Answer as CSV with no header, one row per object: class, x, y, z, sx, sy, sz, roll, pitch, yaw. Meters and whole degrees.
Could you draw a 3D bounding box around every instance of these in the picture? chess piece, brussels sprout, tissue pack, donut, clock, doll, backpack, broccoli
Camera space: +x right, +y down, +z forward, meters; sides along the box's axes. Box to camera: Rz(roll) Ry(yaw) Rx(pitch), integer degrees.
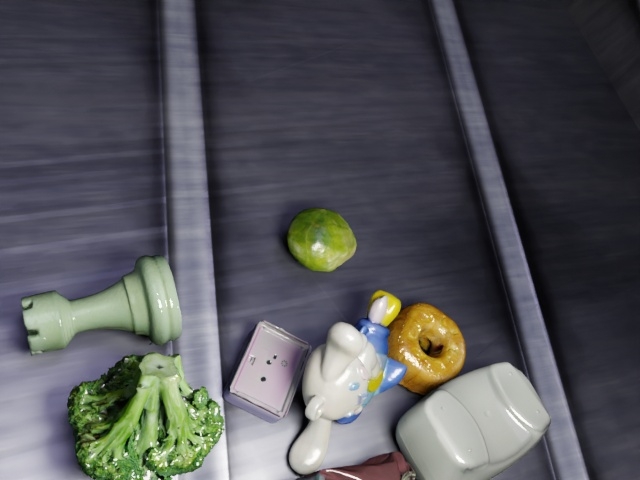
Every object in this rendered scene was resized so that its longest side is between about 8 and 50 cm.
chess piece,-0.454,0.145,1.511,0.299,0.195,0.195,-11,67,-20
brussels sprout,0.002,-0.005,1.830,0.161,0.144,0.180,43,27,27
tissue pack,0.342,0.442,1.689,0.333,0.236,0.229,-16,61,-32
donut,0.253,0.267,1.812,0.226,0.114,0.227,13,57,-21
clock,-0.117,0.294,1.642,0.144,0.073,0.193,29,54,-8
doll,0.074,0.293,1.621,0.187,0.376,0.365,42,33,9
backpack,0.100,0.610,1.482,0.283,0.197,0.317,2,65,-40
broccoli,-0.334,0.331,1.410,0.307,0.275,0.308,12,28,-6
